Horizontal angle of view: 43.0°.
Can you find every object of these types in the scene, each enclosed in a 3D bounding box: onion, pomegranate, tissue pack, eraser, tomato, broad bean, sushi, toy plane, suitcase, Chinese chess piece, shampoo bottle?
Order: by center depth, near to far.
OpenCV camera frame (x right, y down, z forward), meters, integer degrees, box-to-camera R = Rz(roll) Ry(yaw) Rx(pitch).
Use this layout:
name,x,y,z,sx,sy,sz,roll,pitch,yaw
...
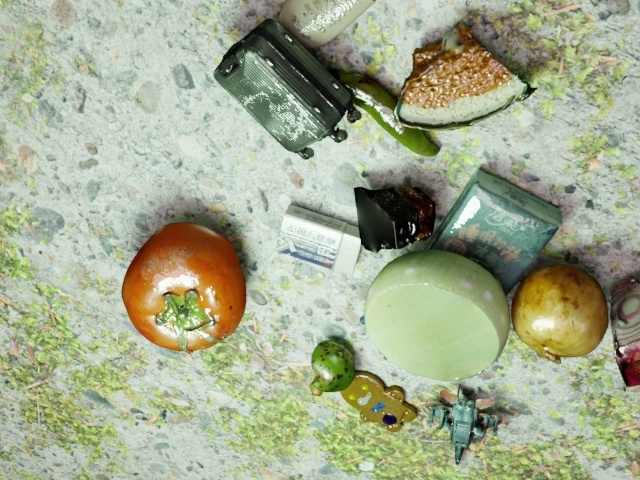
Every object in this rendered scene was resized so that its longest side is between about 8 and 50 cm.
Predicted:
name,x,y,z,sx,sy,sz,roll,pitch,yaw
shampoo bottle,-0.003,-0.491,1.764,0.257,0.078,0.127,-23,118,30
suitcase,-0.077,-0.333,1.820,0.312,0.128,0.202,42,151,-18
broad bean,0.143,-0.302,1.852,0.339,0.061,0.077,37,110,-9
onion,0.797,0.219,1.882,0.230,0.272,0.256,-18,151,21
pomegranate,0.562,0.174,1.913,0.248,0.248,0.248,8,123,12
sushi,0.194,-0.058,1.936,0.150,0.172,0.153,-13,104,-24
tissue pack,0.395,0.011,1.949,0.228,0.103,0.315,27,126,-3
Chinese chess piece,0.279,0.179,1.954,0.349,0.146,0.349,13,134,14
eraser,0.000,0.000,2.086,0.210,0.068,0.124,18,123,5
tomato,-0.349,0.116,2.155,0.341,0.273,0.341,0,123,0
pomegranate,0.034,0.368,2.263,0.122,0.143,0.169,15,113,13
toy plane,0.397,0.541,2.285,0.223,0.104,0.326,8,124,12

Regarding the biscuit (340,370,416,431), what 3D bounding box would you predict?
name,x,y,z,sx,sy,sz,roll,pitch,yaw
biscuit,0.160,0.466,2.356,0.236,0.039,0.180,38,126,-6

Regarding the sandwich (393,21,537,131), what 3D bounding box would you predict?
name,x,y,z,sx,sy,sz,roll,pitch,yaw
sandwich,0.285,-0.338,1.748,0.292,0.109,0.212,-29,100,16

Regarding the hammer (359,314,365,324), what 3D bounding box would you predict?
name,x,y,z,sx,sy,sz,roll,pitch,yaw
hammer,0.180,0.182,2.151,0.194,0.069,0.116,-27,112,35
